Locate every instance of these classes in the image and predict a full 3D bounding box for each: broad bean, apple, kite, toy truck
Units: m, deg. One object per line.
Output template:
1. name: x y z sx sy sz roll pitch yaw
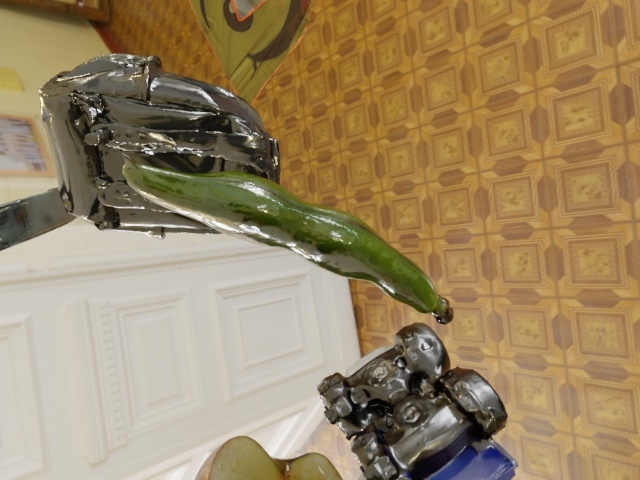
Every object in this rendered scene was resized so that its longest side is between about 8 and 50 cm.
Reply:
1. broad bean: 0.000 -0.001 0.338 0.060 0.298 0.043 -47 27 44
2. apple: -0.083 0.571 0.849 0.364 0.329 0.294 -112 16 -47
3. kite: -0.095 -0.368 0.605 0.013 0.328 0.377 20 114 26
4. toy truck: 0.112 0.222 0.513 0.176 0.161 0.213 65 169 -29

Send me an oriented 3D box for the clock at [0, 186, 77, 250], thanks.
1. clock: -0.495 -0.013 0.638 0.281 0.281 0.055 2 114 48

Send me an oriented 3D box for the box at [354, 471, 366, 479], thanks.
1. box: 0.139 0.524 0.672 0.297 0.225 0.190 40 82 10

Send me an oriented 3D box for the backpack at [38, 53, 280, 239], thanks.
1. backpack: -0.171 -0.092 0.490 0.133 0.259 0.206 -88 6 -59
